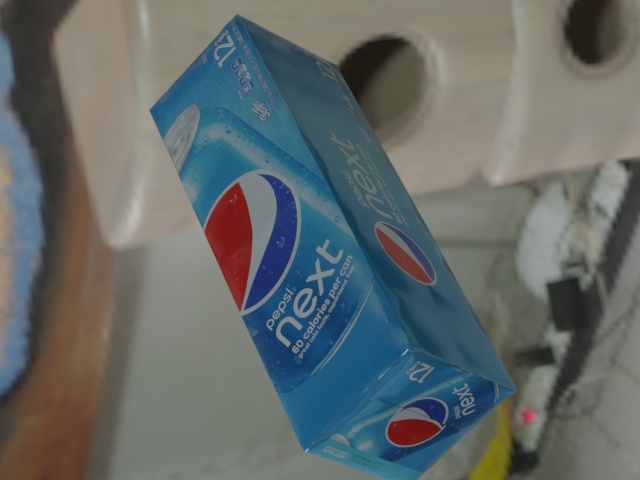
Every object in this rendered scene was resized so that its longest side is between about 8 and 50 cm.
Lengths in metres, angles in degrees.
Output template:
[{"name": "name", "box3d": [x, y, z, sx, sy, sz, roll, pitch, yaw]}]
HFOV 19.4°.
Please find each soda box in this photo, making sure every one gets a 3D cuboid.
[{"name": "soda box", "box3d": [0.000, 0.000, 0.806, 0.067, 0.071, 0.210, -46, 47, 21]}]
